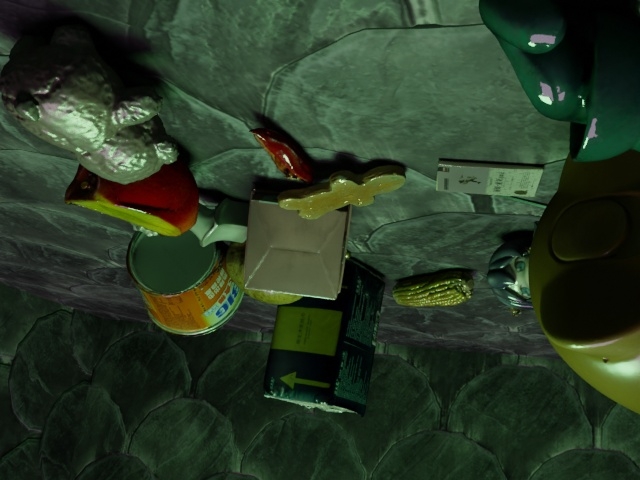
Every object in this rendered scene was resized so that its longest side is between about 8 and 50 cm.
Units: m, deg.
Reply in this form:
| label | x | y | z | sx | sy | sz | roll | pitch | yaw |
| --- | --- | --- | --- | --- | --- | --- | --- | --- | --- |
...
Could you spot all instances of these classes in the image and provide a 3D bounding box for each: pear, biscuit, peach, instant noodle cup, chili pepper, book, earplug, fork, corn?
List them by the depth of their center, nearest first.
| label | x | y | z | sx | sy | sz | roll | pitch | yaw |
| --- | --- | --- | --- | --- | --- | --- | --- | --- | --- |
| earplug | 0.292 | -0.186 | 0.705 | 0.280 | 0.164 | 0.257 | 8 | 157 | 4 |
| chili pepper | -0.058 | -0.146 | 1.213 | 0.059 | 0.050 | 0.268 | 30 | 173 | 29 |
| book | 0.298 | -0.110 | 1.217 | 0.181 | 0.014 | 0.127 | 5 | 164 | 11 |
| biscuit | 0.047 | -0.093 | 1.274 | 0.234 | 0.030 | 0.153 | -18 | 161 | 22 |
| peach | -0.317 | -0.099 | 1.289 | 0.267 | 0.159 | 0.154 | 24 | 168 | -39 |
| fork | 0.431 | -0.059 | 1.315 | 0.235 | 0.021 | 0.039 | 11 | 161 | -11 |
| pear | -0.128 | 0.049 | 1.650 | 0.228 | 0.188 | 0.211 | 32 | 170 | 33 |
| instant noodle cup | -0.346 | 0.074 | 1.724 | 0.296 | 0.297 | 0.214 | 6 | 156 | 8 |
| corn | 0.316 | 0.142 | 1.944 | 0.097 | 0.097 | 0.319 | 17 | 164 | -28 |

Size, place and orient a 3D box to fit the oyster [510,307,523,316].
| label | x | y | z | sx | sy | sz | roll | pitch | yaw |
| --- | --- | --- | --- | --- | --- | --- | --- | --- | --- |
| oyster | 0.567 | 0.143 | 1.853 | 0.222 | 0.083 | 0.214 | 26 | 154 | -32 |

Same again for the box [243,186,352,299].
| label | x | y | z | sx | sy | sz | roll | pitch | yaw |
| --- | --- | --- | --- | --- | --- | --- | --- | --- | --- |
| box | -0.051 | 0.010 | 1.432 | 0.215 | 0.215 | 0.086 | 8 | -161 | 1 |

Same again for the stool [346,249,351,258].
| label | x | y | z | sx | sy | sz | roll | pitch | yaw |
| --- | --- | --- | --- | --- | --- | --- | --- | --- | --- |
| stool | 0.000 | 0.000 | 1.541 | 0.110 | 0.134 | 0.135 | 8 | 156 | 27 |

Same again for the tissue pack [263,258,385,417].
| label | x | y | z | sx | sy | sz | roll | pitch | yaw |
| --- | --- | --- | --- | --- | --- | --- | --- | --- | --- |
| tissue pack | 0.017 | 0.277 | 1.960 | 0.253 | 0.417 | 0.264 | -2 | 161 | 32 |

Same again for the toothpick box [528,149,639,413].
| label | x | y | z | sx | sy | sz | roll | pitch | yaw |
| --- | --- | --- | --- | --- | --- | --- | --- | --- | --- |
| toothpick box | 0.519 | 0.054 | 0.970 | 0.425 | 0.409 | 0.409 | 23 | 159 | -28 |

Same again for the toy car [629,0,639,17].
| label | x | y | z | sx | sy | sz | roll | pitch | yaw |
| --- | --- | --- | --- | --- | --- | --- | --- | --- | --- |
| toy car | 0.325 | -0.226 | 0.490 | 0.176 | 0.213 | 0.358 | -42 | 143 | 23 |

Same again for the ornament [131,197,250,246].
| label | x | y | z | sx | sy | sz | roll | pitch | yaw |
| --- | --- | --- | --- | --- | --- | --- | --- | --- | --- |
| ornament | -0.285 | -0.055 | 1.508 | 0.285 | 0.121 | 0.130 | 9 | 145 | -10 |

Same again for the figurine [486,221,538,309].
| label | x | y | z | sx | sy | sz | roll | pitch | yaw |
| --- | --- | --- | --- | --- | --- | --- | --- | --- | --- |
| figurine | 0.493 | 0.068 | 1.469 | 0.265 | 0.175 | 0.197 | 5 | 171 | 38 |

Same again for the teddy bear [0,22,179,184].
| label | x | y | z | sx | sy | sz | roll | pitch | yaw |
| --- | --- | --- | --- | --- | --- | --- | --- | --- | --- |
| teddy bear | -0.332 | -0.189 | 1.003 | 0.235 | 0.151 | 0.267 | 0 | 161 | 32 |
